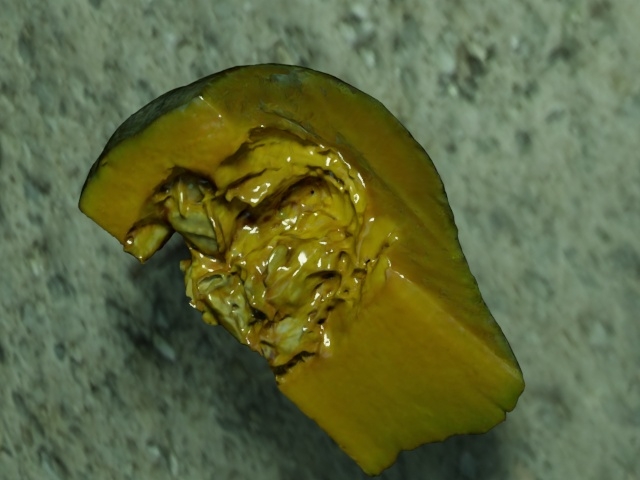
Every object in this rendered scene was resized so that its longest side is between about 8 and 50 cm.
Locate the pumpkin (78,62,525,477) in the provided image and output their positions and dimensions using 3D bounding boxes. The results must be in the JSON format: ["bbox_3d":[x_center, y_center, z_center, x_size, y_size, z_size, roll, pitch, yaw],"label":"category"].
[{"bbox_3d":[0.004,0.002,1.083,0.248,0.126,0.131,46,120,-4],"label":"pumpkin"}]
